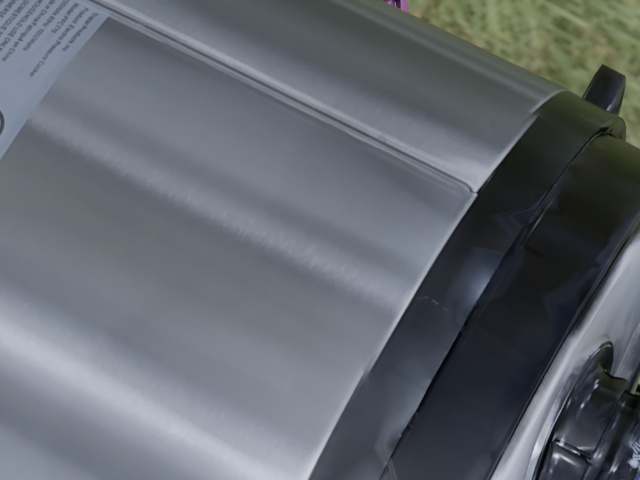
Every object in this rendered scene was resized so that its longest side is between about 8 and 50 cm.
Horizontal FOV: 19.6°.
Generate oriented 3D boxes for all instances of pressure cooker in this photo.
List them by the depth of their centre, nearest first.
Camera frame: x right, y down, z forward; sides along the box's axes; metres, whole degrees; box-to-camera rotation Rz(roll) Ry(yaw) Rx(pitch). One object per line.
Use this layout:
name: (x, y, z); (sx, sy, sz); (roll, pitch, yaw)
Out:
pressure cooker: (-0.025, 0.068, 0.852); (0.369, 0.420, 0.375); (-67, 166, 15)

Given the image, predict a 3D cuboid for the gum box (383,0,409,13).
gum box: (-0.012, -0.214, 1.588); (0.062, 0.188, 0.107); (-38, 125, -43)

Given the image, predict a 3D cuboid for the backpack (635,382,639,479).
backpack: (0.207, 0.148, 1.402); (0.098, 0.120, 0.101); (20, 95, -20)
